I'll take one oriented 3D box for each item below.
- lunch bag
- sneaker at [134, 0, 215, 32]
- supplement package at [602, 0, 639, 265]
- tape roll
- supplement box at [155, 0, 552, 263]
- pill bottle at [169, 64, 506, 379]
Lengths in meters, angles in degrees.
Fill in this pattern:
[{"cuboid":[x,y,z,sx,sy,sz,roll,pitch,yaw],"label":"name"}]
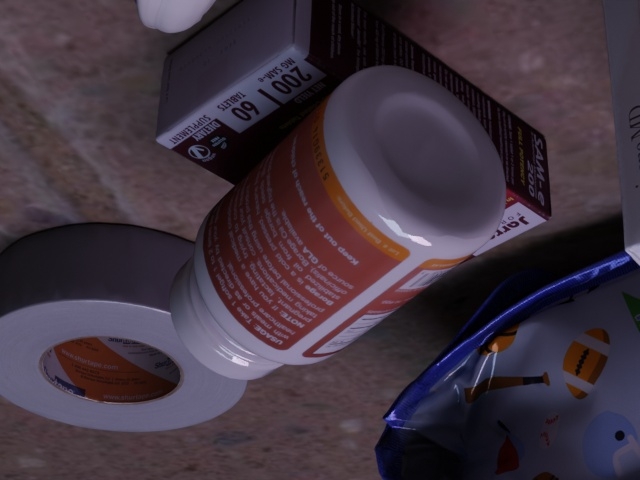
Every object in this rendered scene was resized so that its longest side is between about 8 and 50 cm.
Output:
[{"cuboid":[0.280,0.156,1.090,0.385,0.238,0.328,-27,138,28],"label":"lunch bag"},{"cuboid":[-0.002,-0.192,0.692,0.152,0.114,0.305,18,143,-20],"label":"sneaker"},{"cuboid":[0.323,-0.067,0.782,0.263,0.199,0.198,-21,139,31],"label":"supplement package"},{"cuboid":[-0.165,0.076,1.141,0.219,0.072,0.219,2,146,2],"label":"tape roll"},{"cuboid":[0.026,-0.065,0.918,0.239,0.073,0.130,29,138,-35],"label":"supplement box"},{"cuboid":[0.000,0.000,0.842,0.121,0.121,0.216,22,141,-27],"label":"pill bottle"}]
